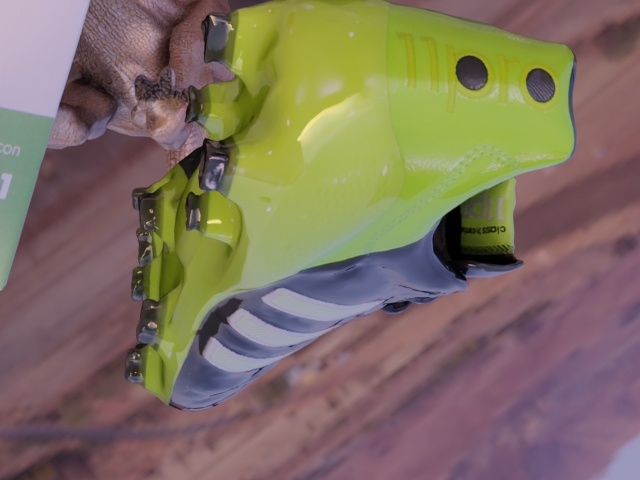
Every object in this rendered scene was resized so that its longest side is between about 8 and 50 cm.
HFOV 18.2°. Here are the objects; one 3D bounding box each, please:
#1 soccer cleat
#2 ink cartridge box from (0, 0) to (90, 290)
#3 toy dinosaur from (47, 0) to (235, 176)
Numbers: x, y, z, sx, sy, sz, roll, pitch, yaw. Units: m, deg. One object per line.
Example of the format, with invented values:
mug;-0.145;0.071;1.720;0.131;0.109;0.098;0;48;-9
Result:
soccer cleat;0.000;0.000;0.415;0.072;0.060;0.179;5;163;-12
ink cartridge box;-0.148;-0.184;0.732;0.119;0.207;0.353;11;104;-32
toy dinosaur;-0.091;-0.117;1.020;0.127;0.296;0.200;-29;172;24
